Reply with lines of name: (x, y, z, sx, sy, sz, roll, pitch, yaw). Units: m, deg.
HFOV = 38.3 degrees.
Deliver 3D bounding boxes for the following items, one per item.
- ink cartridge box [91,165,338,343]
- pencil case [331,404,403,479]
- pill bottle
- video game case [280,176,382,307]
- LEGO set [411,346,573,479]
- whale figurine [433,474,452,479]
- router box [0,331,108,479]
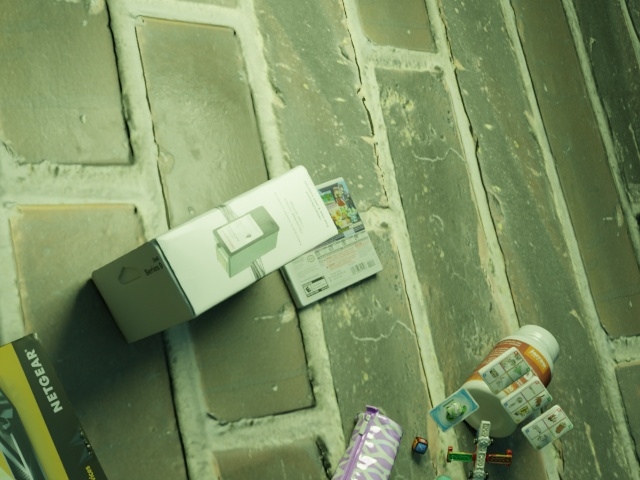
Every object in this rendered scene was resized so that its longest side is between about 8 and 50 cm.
ink cartridge box: (-0.153, 0.021, 1.337, 0.289, 0.211, 0.121, -30, 94, -40)
pencil case: (0.064, 0.364, 1.449, 0.206, 0.086, 0.088, -65, 148, -35)
pill bottle: (0.352, 0.251, 1.694, 0.216, 0.121, 0.121, -40, 99, -40)
video game case: (0.000, 0.000, 1.586, 0.201, 0.023, 0.183, -22, 87, -40)
LEGO set: (0.281, 0.315, 1.583, 0.244, 0.060, 0.182, -37, 102, 5)
whale figurine: (0.237, 0.489, 1.500, 0.272, 0.141, 0.216, 0, 73, -38)
router box: (-0.399, 0.301, 1.122, 0.243, 0.081, 0.309, -26, 90, -41)
